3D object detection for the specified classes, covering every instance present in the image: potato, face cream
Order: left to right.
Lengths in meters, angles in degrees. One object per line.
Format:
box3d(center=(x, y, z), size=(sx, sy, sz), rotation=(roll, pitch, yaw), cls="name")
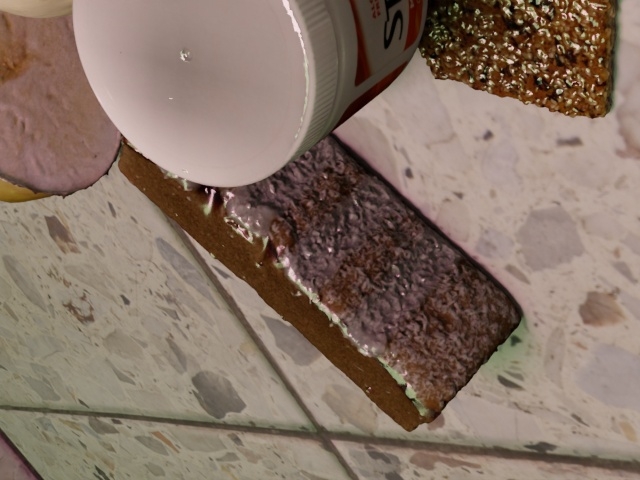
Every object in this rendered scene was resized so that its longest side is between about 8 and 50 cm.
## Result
box3d(center=(-0.394, -0.179, 1.214), size=(0.196, 0.246, 0.300), rotation=(-3, 123, 39), cls="potato")
box3d(center=(-0.044, -0.165, 0.764), size=(0.201, 0.187, 0.201), rotation=(16, 125, 25), cls="face cream")

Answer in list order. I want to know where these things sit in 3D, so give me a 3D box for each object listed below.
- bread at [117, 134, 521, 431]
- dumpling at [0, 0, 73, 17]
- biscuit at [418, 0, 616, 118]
box3d(center=(0.000, 0.000, 1.063), size=(0.416, 0.165, 0.113), rotation=(42, 153, 3), cls="bread")
box3d(center=(-0.277, -0.343, 0.933), size=(0.395, 0.233, 0.315), rotation=(54, 178, -2), cls="dumpling")
box3d(center=(0.125, -0.178, 0.853), size=(0.237, 0.026, 0.131), rotation=(21, 139, 30), cls="biscuit")
